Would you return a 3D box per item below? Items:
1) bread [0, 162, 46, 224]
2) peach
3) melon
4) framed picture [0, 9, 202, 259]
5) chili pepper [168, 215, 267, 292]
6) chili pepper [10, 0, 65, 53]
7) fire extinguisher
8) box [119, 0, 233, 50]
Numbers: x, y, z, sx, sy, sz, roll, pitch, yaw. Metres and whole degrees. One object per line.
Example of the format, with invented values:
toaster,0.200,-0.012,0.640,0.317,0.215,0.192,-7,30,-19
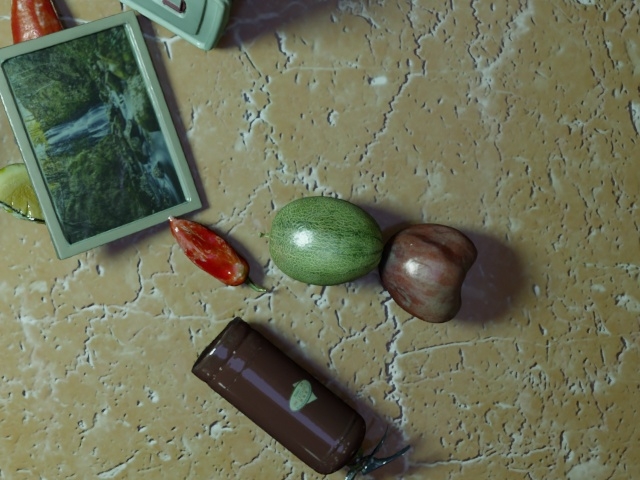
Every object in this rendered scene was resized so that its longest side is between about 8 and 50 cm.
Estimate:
bread,-0.434,-0.071,1.766,0.157,0.083,0.094,7,92,-19
peach,0.159,0.042,1.802,0.152,0.152,0.152,0,94,-4
melon,0.000,0.000,1.776,0.192,0.139,0.139,5,94,9
framed picture,-0.334,-0.160,1.752,0.241,0.020,0.324,-20,99,-22
chili pepper,-0.162,0.026,1.807,0.191,0.050,0.059,40,79,-12
chili pepper,-0.429,-0.353,1.759,0.088,0.065,0.168,-12,91,-4
fire extinguisher,-0.029,0.256,1.803,0.337,0.114,0.135,40,101,-6
box,-0.184,-0.408,1.665,0.193,0.294,0.167,32,81,-6
